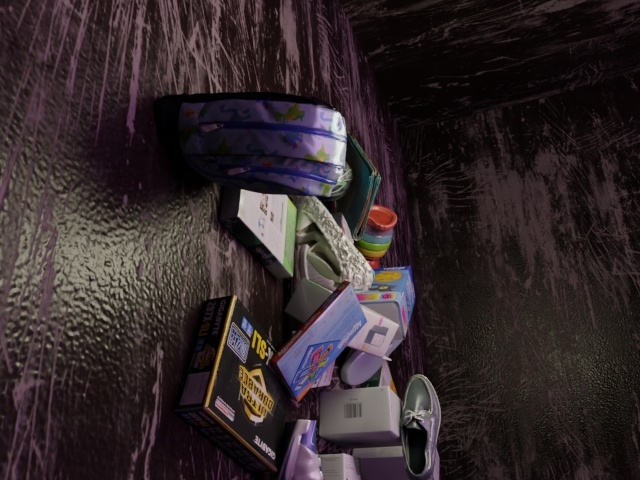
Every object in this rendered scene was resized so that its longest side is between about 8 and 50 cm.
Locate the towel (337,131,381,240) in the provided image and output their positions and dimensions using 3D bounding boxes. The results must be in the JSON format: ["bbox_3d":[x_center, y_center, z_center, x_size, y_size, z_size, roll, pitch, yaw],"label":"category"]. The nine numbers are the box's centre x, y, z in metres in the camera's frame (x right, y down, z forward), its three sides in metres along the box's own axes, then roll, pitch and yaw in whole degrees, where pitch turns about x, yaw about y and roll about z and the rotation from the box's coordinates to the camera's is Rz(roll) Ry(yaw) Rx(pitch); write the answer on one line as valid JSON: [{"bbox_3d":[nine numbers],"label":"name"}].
[{"bbox_3d":[0.115,-0.205,1.948,0.370,0.040,0.271,-111,-150,-53],"label":"towel"}]

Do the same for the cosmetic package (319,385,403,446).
[{"bbox_3d":[0.138,0.560,1.670,0.224,0.224,0.138,52,33,-53],"label":"cosmetic package"}]

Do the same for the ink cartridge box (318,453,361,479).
[{"bbox_3d":[0.055,0.738,1.538,0.160,0.093,0.219,48,36,-56],"label":"ink cartridge box"}]

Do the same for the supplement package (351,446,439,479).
[{"bbox_3d":[0.268,0.766,1.877,0.145,0.262,0.204,-70,145,-56],"label":"supplement package"}]

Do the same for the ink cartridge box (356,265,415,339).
[{"bbox_3d":[0.188,0.209,1.928,0.395,0.270,0.151,-45,128,-67],"label":"ink cartridge box"}]

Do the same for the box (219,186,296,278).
[{"bbox_3d":[-0.154,-0.070,1.423,0.322,0.059,0.232,52,33,-51],"label":"box"}]

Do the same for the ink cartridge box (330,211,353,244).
[{"bbox_3d":[0.078,-0.041,2.074,0.135,0.056,0.099,36,46,-65],"label":"ink cartridge box"}]

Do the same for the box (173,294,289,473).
[{"bbox_3d":[-0.168,0.312,1.148,0.257,0.079,0.322,-84,156,-43],"label":"box"}]

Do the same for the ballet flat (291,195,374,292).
[{"bbox_3d":[0.000,0.000,1.575,0.409,0.147,0.147,50,1,33],"label":"ballet flat"}]

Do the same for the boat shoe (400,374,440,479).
[{"bbox_3d":[0.297,0.556,1.604,0.099,0.116,0.319,56,35,-58],"label":"boat shoe"}]

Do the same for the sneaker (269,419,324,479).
[{"bbox_3d":[-0.022,0.570,1.198,0.127,0.182,0.315,139,-37,-65],"label":"sneaker"}]

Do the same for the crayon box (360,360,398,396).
[{"bbox_3d":[0.251,0.652,2.168,0.203,0.083,0.322,-68,142,-58],"label":"crayon box"}]

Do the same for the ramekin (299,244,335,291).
[{"bbox_3d":[0.020,0.097,1.752,0.207,0.109,0.207,-10,90,-71],"label":"ramekin"}]

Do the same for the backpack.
[{"bbox_3d":[-0.116,-0.206,1.139,0.290,0.356,0.273,12,70,-71],"label":"backpack"}]

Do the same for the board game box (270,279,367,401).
[{"bbox_3d":[0.004,0.241,1.303,0.281,0.027,0.145,-44,127,-30],"label":"board game box"}]

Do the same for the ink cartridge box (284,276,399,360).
[{"bbox_3d":[0.086,0.239,1.584,0.353,0.207,0.119,32,84,-51],"label":"ink cartridge box"}]

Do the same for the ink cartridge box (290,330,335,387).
[{"bbox_3d":[-0.025,0.330,1.489,0.191,0.082,0.139,27,74,-65],"label":"ink cartridge box"}]

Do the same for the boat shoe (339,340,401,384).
[{"bbox_3d":[0.161,0.386,1.987,0.367,0.157,0.135,-38,126,-36],"label":"boat shoe"}]

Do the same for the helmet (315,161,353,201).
[{"bbox_3d":[0.032,-0.214,1.867,0.169,0.162,0.169,-10,90,-71],"label":"helmet"}]

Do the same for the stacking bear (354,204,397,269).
[{"bbox_3d":[0.204,0.015,2.189,0.164,0.175,0.289,-25,136,-47],"label":"stacking bear"}]
